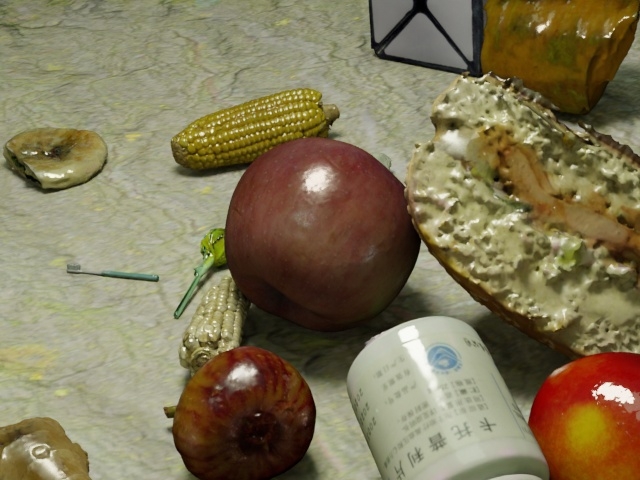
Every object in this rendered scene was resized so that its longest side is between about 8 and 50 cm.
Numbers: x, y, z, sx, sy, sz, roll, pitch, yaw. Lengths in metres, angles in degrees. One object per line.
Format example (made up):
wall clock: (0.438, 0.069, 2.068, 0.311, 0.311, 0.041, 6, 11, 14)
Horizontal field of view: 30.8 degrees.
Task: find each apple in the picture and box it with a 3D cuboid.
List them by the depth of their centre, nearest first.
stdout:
apple: (0.000, 0.000, 1.633, 0.305, 0.306, 0.235, 14, 65, 32)

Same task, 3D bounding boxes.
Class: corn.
corn: (-0.147, 0.119, 1.644, 0.087, 0.087, 0.211, -3, 28, 5)
corn: (-0.119, -0.203, 2.162, 0.322, 0.119, 0.119, -19, 32, -10)

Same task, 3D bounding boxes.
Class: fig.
fig: (-0.100, 0.206, 1.427, 0.175, 0.175, 0.207, -13, 10, -10)

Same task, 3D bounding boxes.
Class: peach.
peach: (0.343, 0.223, 1.263, 0.196, 0.190, 0.226, -15, 22, -42)

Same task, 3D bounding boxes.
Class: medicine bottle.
medicine bottle: (0.148, 0.237, 1.249, 0.170, 0.170, 0.293, -14, 50, -12)

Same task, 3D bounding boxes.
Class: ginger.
ginger: (-0.280, 0.294, 1.382, 0.294, 0.086, 0.131, 19, 29, 23)

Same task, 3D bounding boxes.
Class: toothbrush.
toothbrush: (-0.334, 0.050, 1.865, 0.167, 0.014, 0.011, 5, 23, 19)

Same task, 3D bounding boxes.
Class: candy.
candy: (-0.184, 0.052, 1.805, 0.058, 0.062, 0.194, 8, 42, 18)

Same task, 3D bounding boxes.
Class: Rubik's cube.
Rubik's cube: (0.296, -0.563, 2.497, 0.307, 0.310, 0.305, 20, 40, 34)

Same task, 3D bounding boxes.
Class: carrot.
carrot: (0.460, -0.363, 2.189, 0.340, 0.241, 0.241, 14, 36, 35)

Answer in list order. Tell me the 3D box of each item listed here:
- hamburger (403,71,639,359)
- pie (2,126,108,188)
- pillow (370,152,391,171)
hamburger: (0.315, -0.005, 1.550, 0.445, 0.268, 0.287, 31, -1, 7)
pie: (-0.501, -0.165, 2.233, 0.185, 0.052, 0.218, -22, 35, -34)
pillow: (0.061, -0.087, 1.986, 0.128, 0.051, 0.229, -11, 28, 7)
